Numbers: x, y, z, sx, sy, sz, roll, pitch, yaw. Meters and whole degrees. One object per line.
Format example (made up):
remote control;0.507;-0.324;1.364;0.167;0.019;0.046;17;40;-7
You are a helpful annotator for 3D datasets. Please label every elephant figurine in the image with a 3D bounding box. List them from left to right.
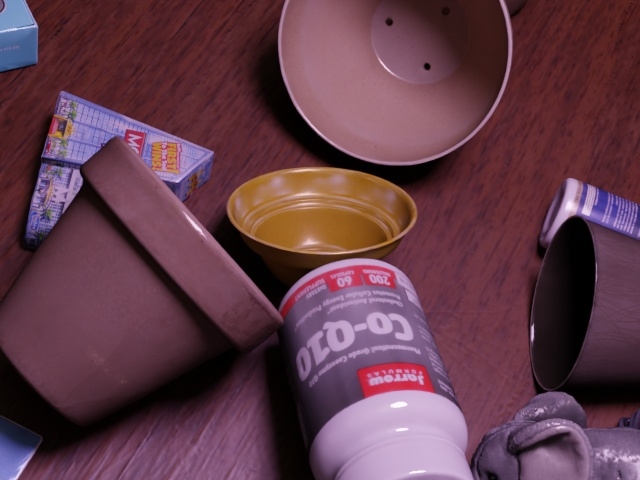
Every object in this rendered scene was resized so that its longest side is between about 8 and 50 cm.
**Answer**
elephant figurine;0.240;0.237;1.233;0.239;0.169;0.186;30;62;2

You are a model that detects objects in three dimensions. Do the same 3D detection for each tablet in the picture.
tablet;-0.328;0.224;1.207;0.054;0.006;0.083;26;57;4

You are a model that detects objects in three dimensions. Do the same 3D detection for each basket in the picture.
basket;0.382;0.089;1.372;0.227;0.154;0.204;9;90;-14

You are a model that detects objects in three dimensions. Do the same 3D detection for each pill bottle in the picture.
pill bottle;0.056;0.166;1.197;0.161;0.161;0.283;-2;41;-14
pill bottle;0.367;-0.005;1.462;0.169;0.094;0.094;21;56;1

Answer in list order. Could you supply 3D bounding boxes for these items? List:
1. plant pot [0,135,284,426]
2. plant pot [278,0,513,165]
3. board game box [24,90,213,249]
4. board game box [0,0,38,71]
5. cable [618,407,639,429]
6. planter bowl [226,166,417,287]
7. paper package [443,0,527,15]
plant pot;-0.203;0.064;1.206;0.229;0.263;0.263;-43;74;-5
plant pot;0.110;-0.251;1.483;0.284;0.284;0.191;31;21;7
board game box;-0.229;-0.067;1.382;0.194;0.060;0.194;10;57;-6
board game box;-0.549;-0.294;1.439;0.336;0.079;0.254;-17;64;-23
cable;0.423;0.249;1.351;0.184;0.047;0.150;-19;59;-20
planter bowl;0.000;0.000;1.355;0.217;0.090;0.217;2;29;-1
paper package;0.171;-0.468;1.570;0.168;0.325;0.309;-37;73;-29
